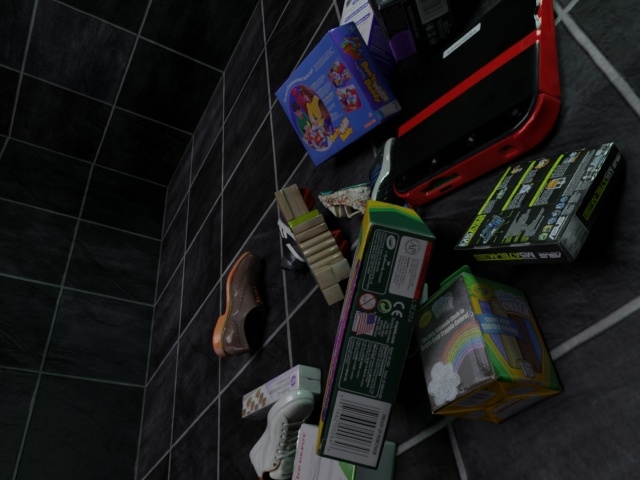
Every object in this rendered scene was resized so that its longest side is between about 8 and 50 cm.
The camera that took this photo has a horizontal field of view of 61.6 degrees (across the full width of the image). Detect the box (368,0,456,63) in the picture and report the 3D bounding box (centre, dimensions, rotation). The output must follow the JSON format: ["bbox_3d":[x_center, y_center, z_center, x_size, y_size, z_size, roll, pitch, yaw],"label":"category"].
[{"bbox_3d":[0.177,-0.557,1.188,0.143,0.165,0.271,-23,56,11],"label":"box"}]

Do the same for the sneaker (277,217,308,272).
[{"bbox_3d":[-0.092,0.020,1.550,0.121,0.079,0.217,-66,29,12],"label":"sneaker"}]

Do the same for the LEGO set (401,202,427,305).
[{"bbox_3d":[0.162,0.052,1.102,0.182,0.060,0.245,-17,69,55],"label":"LEGO set"}]

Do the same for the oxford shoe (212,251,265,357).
[{"bbox_3d":[-0.224,0.196,1.702,0.132,0.130,0.364,-8,56,26],"label":"oxford shoe"}]

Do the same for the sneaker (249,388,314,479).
[{"bbox_3d":[-0.073,0.470,1.246,0.123,0.105,0.290,59,135,45],"label":"sneaker"}]

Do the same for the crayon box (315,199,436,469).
[{"bbox_3d":[0.089,0.131,0.912,0.313,0.106,0.363,-60,-17,-79],"label":"crayon box"}]

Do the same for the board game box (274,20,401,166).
[{"bbox_3d":[0.031,-0.349,1.350,0.233,0.078,0.347,60,154,-5],"label":"board game box"}]

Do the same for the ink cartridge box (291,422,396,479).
[{"bbox_3d":[0.037,0.450,1.033,0.219,0.092,0.160,-19,58,59],"label":"ink cartridge box"}]

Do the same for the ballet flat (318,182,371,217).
[{"bbox_3d":[0.061,-0.094,1.326,0.241,0.091,0.077,-178,81,-66],"label":"ballet flat"}]

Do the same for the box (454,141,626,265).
[{"bbox_3d":[0.309,-0.047,0.770,0.191,0.045,0.184,-52,18,-22],"label":"box"}]

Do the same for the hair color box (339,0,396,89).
[{"bbox_3d":[0.126,-0.530,1.423,0.185,0.110,0.339,-6,72,61],"label":"hair color box"}]

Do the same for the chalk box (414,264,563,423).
[{"bbox_3d":[0.232,0.141,0.799,0.132,0.132,0.213,-49,34,41],"label":"chalk box"}]

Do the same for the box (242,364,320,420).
[{"bbox_3d":[-0.108,0.397,1.378,0.324,0.067,0.063,-42,40,48],"label":"box"}]

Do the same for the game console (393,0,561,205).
[{"bbox_3d":[0.283,-0.269,1.038,0.386,0.060,0.342,-28,45,54],"label":"game console"}]

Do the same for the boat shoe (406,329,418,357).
[{"bbox_3d":[0.169,0.183,0.990,0.125,0.038,0.046,-44,57,43],"label":"boat shoe"}]

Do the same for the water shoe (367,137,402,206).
[{"bbox_3d":[0.144,-0.130,1.201,0.080,0.072,0.203,-21,47,58],"label":"water shoe"}]

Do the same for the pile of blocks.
[{"bbox_3d":[0.000,0.000,1.361,0.149,0.112,0.362,73,171,-60],"label":"pile of blocks"}]
